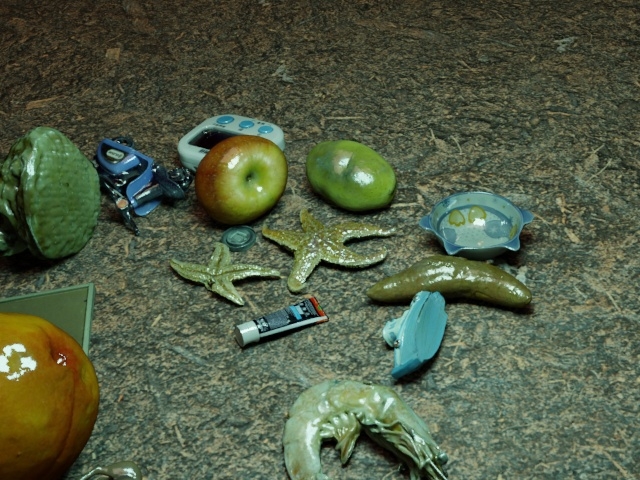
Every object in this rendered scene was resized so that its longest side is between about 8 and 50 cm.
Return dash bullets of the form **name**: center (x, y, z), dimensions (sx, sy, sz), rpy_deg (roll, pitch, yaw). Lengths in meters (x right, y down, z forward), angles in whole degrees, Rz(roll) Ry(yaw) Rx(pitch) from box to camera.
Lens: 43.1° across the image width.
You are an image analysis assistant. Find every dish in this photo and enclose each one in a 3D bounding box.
- **dish**: center (0.343, -0.009, 1.811), dimensions (0.236, 0.086, 0.228), rpy_deg (12, 44, 21)

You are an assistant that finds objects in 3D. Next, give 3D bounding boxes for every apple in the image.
- **apple**: center (-0.196, -0.151, 1.976), dimensions (0.235, 0.210, 0.173), rpy_deg (-18, 17, -26)

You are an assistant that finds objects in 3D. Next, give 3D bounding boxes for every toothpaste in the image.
- **toothpaste**: center (-0.080, 0.172, 1.690), dimensions (0.194, 0.045, 0.071), rpy_deg (-18, 48, -23)

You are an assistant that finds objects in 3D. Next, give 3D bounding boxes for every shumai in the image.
- **shumai**: center (-0.711, -0.111, 1.903), dimensions (0.289, 0.329, 0.292), rpy_deg (10, 33, 22)

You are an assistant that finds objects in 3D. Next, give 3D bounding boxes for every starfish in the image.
- **starfish**: center (-0.001, -0.003, 1.876), dimensions (0.299, 0.060, 0.302), rpy_deg (-34, 46, -26)
- **starfish**: center (-0.226, 0.061, 1.838), dimensions (0.247, 0.050, 0.138), rpy_deg (27, 48, 30)

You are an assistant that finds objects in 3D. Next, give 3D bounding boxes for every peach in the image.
- **peach**: center (-0.548, 0.277, 1.382), dimensions (0.302, 0.342, 0.342), rpy_deg (-25, 38, 12)

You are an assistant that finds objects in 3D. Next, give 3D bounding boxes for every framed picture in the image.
- **framed picture**: center (-0.606, 0.219, 1.722), dimensions (0.241, 0.020, 0.324), rpy_deg (-10, 40, -4)

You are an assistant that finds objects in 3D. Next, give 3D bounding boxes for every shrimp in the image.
- **shrimp**: center (0.079, 0.366, 1.407), dimensions (0.360, 0.085, 0.247), rpy_deg (25, 58, 38)

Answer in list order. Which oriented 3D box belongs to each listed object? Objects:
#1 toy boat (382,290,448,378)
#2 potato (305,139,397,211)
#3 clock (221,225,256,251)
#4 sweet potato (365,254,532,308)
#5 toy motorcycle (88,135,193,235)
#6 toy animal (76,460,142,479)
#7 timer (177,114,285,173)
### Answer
- **toy boat**: center (0.181, 0.190, 1.612), dimensions (0.102, 0.088, 0.215), rpy_deg (-23, 27, 38)
- **potato**: center (0.073, -0.157, 1.991), dimensions (0.248, 0.143, 0.169), rpy_deg (25, 87, 27)
- **clock**: center (-0.195, -0.004, 1.936), dimensions (0.085, 0.017, 0.085), rpy_deg (-4, 39, 3)
- **sweet potato**: center (0.269, 0.083, 1.705), dimensions (0.342, 0.092, 0.114), rpy_deg (2, 57, 12)
- **toy motorcycle**: center (-0.497, -0.150, 2.086), dimensions (0.359, 0.125, 0.212), rpy_deg (22, 56, 33)
- **toy animal**: center (-0.317, 0.445, 1.351), dimensions (0.186, 0.093, 0.214), rpy_deg (-5, 30, -11)
- **timer**: center (-0.240, -0.248, 2.184), dimensions (0.262, 0.087, 0.237), rpy_deg (17, 44, 27)
